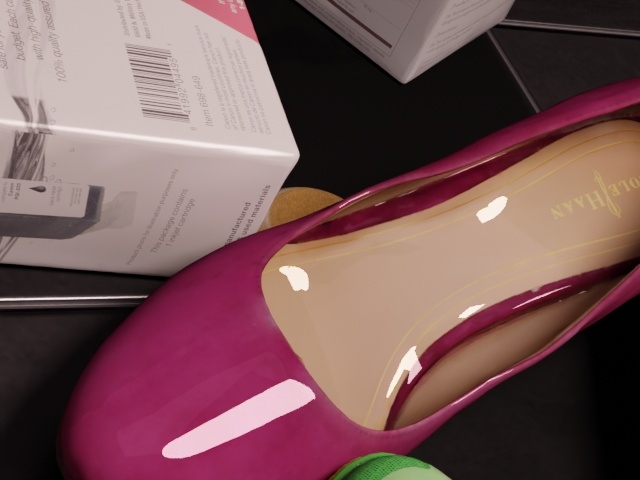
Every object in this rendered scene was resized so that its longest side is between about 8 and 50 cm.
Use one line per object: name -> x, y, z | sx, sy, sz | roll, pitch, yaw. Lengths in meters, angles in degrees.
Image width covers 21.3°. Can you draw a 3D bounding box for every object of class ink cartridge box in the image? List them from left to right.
ink cartridge box -> -0.140, -0.072, 0.769 | 0.217, 0.092, 0.159 | 7, 44, -28

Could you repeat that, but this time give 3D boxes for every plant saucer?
plant saucer -> 0.000, 0.000, 0.837 | 0.083, 0.015, 0.083 | 17, 41, -15

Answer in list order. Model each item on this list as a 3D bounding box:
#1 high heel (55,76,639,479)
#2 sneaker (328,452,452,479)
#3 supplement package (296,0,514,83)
high heel -> 0.059, 0.004, 0.724 | 0.377, 0.181, 0.127 | -28, 80, -47
sneaker -> 0.036, 0.186, 0.566 | 0.109, 0.123, 0.295 | 23, 40, -14
supplement package -> 0.078, -0.237, 0.960 | 0.139, 0.244, 0.134 | 40, 40, 12
